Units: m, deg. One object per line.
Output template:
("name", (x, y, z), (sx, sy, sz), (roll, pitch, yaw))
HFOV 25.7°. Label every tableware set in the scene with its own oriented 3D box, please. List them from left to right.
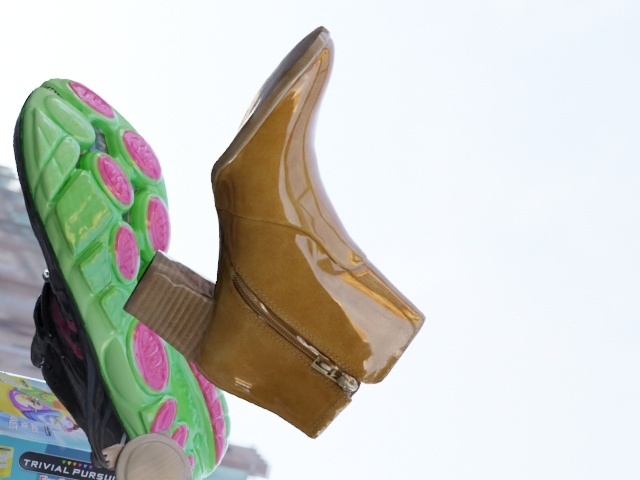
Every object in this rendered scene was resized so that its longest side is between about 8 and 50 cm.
("tableware set", (-0.120, 0.227, 0.996), (0.141, 0.169, 0.020), (-38, -172, -39))

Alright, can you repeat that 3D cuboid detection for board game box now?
("board game box", (-0.356, 0.271, 1.925), (0.254, 0.336, 0.079), (36, -72, 63))

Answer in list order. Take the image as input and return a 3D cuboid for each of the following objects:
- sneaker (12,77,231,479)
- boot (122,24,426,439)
("sneaker", (-0.256, 0.064, 1.540), (0.202, 0.185, 0.483), (-4, -74, 34))
("boot", (0.000, 0.001, 1.110), (0.295, 0.211, 0.104), (-57, -172, 17))
